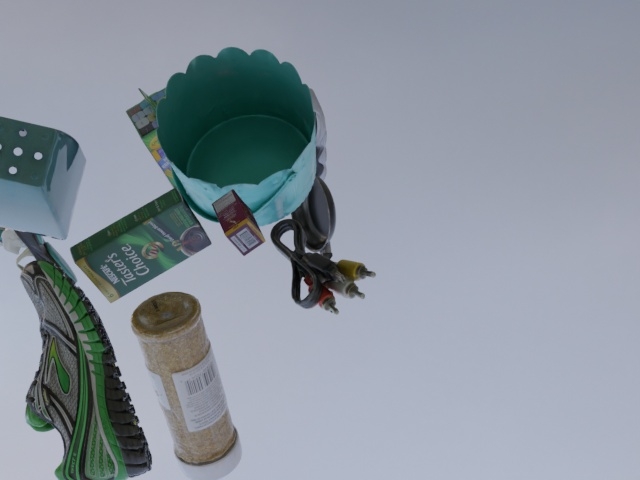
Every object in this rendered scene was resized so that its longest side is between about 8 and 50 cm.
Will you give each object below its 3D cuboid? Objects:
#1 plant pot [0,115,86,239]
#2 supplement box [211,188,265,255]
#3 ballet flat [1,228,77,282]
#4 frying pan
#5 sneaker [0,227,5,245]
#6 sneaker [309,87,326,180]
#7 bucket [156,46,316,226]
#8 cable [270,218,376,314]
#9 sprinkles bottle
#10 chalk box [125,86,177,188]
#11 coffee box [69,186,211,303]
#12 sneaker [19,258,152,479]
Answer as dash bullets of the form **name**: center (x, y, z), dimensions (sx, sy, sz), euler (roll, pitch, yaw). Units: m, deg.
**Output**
- **plant pot**: center (-0.513, -0.118, 1.636), dimensions (0.165, 0.165, 0.234), euler (12, 166, -8)
- **supplement box**: center (-0.123, -0.027, 1.406), dimensions (0.043, 0.055, 0.083), euler (-34, -137, 5)
- **ballet flat**: center (-0.629, 0.015, 2.047), dimensions (0.096, 0.280, 0.095), euler (-27, -148, -7)
- **frying pan**: center (0.008, -0.018, 2.195), dimensions (0.053, 0.197, 0.326), euler (-12, -118, -27)
- **sneaker**: center (-0.790, -0.103, 2.236), dimensions (0.110, 0.275, 0.107), euler (-22, -150, 3)
- **sneaker**: center (-0.068, -0.241, 2.314), dimensions (0.153, 0.268, 0.101), euler (-12, -140, -11)
- **bucket**: center (-0.133, -0.165, 1.599), dimensions (0.281, 0.183, 0.281), euler (-2, -117, 4)
- **cable**: center (-0.024, 0.055, 1.756), dimensions (0.139, 0.072, 0.287), euler (-42, -146, -11)
- **sprinkles bottle**: center (-0.227, 0.259, 1.637), dimensions (0.121, 0.355, 0.121), euler (-7, -146, 5)
- **chalk box**: center (-0.319, -0.240, 2.016), dimensions (0.132, 0.213, 0.132), euler (-31, -136, -5)
- **coffee box**: center (-0.268, 0.010, 1.417), dimensions (0.184, 0.113, 0.040), euler (-29, -133, -3)
- **sneaker**: center (-0.360, 0.184, 1.323), dimensions (0.146, 0.134, 0.343), euler (-20, -106, -11)
